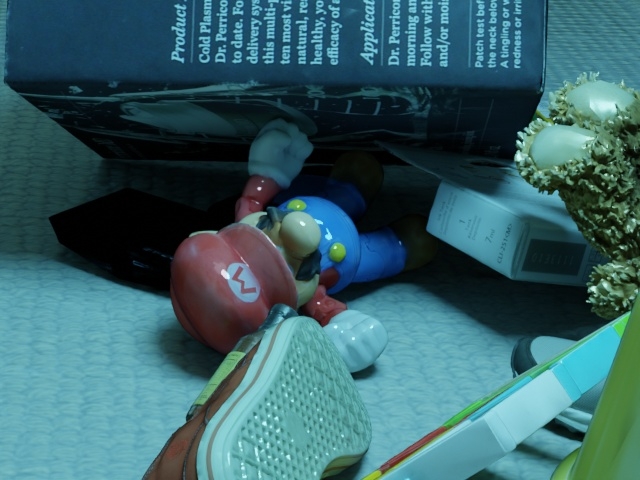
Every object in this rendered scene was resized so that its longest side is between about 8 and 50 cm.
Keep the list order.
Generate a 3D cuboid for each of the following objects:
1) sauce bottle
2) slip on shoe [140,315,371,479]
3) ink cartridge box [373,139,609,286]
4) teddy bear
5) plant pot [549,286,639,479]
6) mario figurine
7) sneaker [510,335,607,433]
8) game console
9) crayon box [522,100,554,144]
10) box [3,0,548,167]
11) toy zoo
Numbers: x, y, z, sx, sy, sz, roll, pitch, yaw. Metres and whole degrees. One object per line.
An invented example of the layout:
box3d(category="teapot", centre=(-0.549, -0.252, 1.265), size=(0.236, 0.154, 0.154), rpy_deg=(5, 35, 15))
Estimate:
box3d(category="sauce bottle", centre=(-0.057, 0.103, 1.284), size=(0.042, 0.042, 0.128), rpy_deg=(16, 50, 29))
box3d(category="slip on shoe", centre=(-0.044, 0.140, 1.173), size=(0.101, 0.123, 0.331), rpy_deg=(-26, 7, 20))
box3d(category="ink cartridge box", centre=(0.213, -0.021, 1.586), size=(0.275, 0.060, 0.239), rpy_deg=(6, 16, -37))
box3d(category="teddy bear", centre=(0.302, 0.002, 1.411), size=(0.338, 0.113, 0.245), rpy_deg=(33, 38, -13))
box3d(category="plant pot", centre=(0.272, 0.140, 1.039), size=(0.254, 0.239, 0.254), rpy_deg=(3, 22, -1))
box3d(category="mario figurine", centre=(0.000, 0.000, 1.445), size=(0.198, 0.170, 0.320), rpy_deg=(15, 23, 26))
box3d(category="sneaker", centre=(0.282, 0.108, 1.296), size=(0.271, 0.108, 0.100), rpy_deg=(12, 25, 24))
box3d(category="game console", centre=(-0.084, -0.027, 1.666), size=(0.213, 0.044, 0.361), rpy_deg=(17, 25, 31))
box3d(category="crayon box", centre=(0.379, -0.098, 1.858), size=(0.278, 0.081, 0.165), rpy_deg=(-2, 23, -13))
box3d(category="box", centre=(-0.024, -0.246, 1.632), size=(0.471, 0.298, 0.480), rpy_deg=(3, -5, 4))
box3d(category="toy zoo", centre=(0.106, 0.135, 1.138), size=(0.192, 0.030, 0.293), rpy_deg=(-37, -8, 40))
